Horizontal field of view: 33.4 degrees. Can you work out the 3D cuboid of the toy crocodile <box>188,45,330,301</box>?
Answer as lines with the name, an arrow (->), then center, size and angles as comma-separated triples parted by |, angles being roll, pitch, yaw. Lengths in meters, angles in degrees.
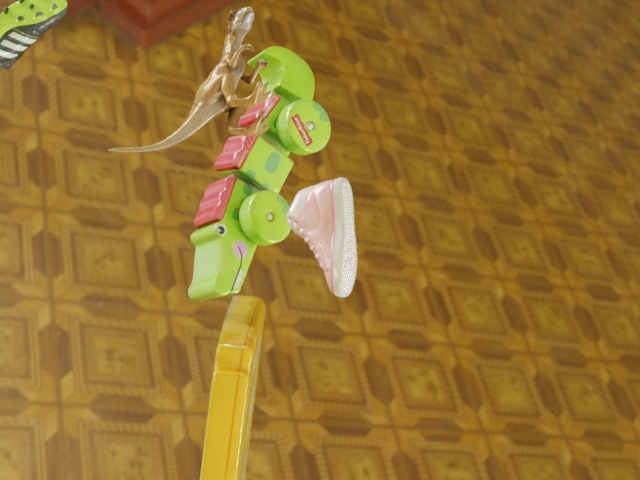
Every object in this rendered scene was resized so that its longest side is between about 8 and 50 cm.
toy crocodile -> -0.084, -0.082, 1.293 | 0.105, 0.115, 0.341 | 33, 66, -28

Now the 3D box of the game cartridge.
game cartridge -> -0.107, 0.231, 1.260 | 0.052, 0.286, 0.324 | 7, 7, -3

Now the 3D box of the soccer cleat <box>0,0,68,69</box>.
soccer cleat -> -0.432, -0.285, 1.496 | 0.179, 0.072, 0.060 | -35, 63, -18

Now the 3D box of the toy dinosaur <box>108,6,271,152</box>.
toy dinosaur -> -0.113, -0.146, 1.131 | 0.112, 0.064, 0.212 | 25, 74, 24

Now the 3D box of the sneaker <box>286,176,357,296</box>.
sneaker -> 0.000, 0.000, 1.166 | 0.051, 0.070, 0.134 | 36, 49, -64
